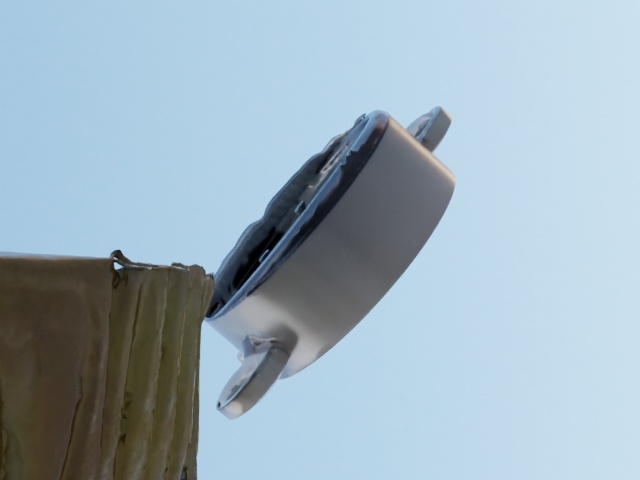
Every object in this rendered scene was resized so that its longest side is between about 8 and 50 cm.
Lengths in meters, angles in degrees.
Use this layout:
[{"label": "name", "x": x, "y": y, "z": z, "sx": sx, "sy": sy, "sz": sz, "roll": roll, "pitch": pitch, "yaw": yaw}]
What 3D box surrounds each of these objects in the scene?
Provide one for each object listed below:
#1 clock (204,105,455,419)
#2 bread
[{"label": "clock", "x": 0.000, "y": 0.000, "z": 0.903, "sx": 0.063, "sy": 0.155, "sz": 0.229, "roll": 43, "pitch": -119, "yaw": -10}, {"label": "bread", "x": -0.175, "y": 0.091, "z": 0.695, "sx": 0.288, "sy": 0.204, "sz": 0.156, "roll": 7, "pitch": -104, "yaw": -46}]
